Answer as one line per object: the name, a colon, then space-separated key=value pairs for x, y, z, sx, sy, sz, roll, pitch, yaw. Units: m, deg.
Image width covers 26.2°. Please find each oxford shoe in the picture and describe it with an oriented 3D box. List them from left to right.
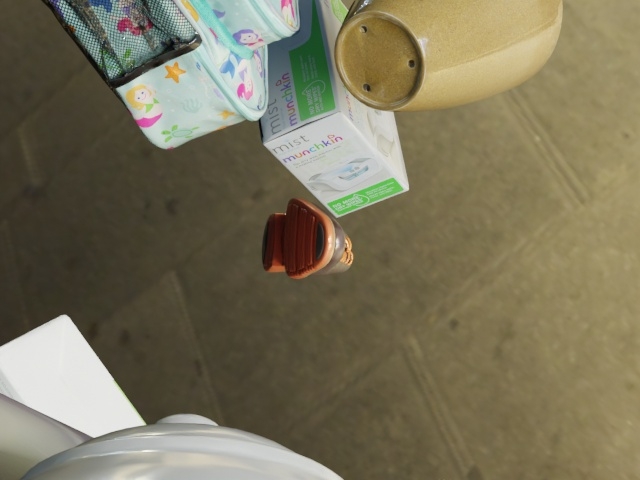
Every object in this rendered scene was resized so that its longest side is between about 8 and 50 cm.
oxford shoe: x=0.000 y=0.000 z=1.692 sx=0.271 sy=0.098 sz=0.097 roll=-174 pitch=89 yaw=-76

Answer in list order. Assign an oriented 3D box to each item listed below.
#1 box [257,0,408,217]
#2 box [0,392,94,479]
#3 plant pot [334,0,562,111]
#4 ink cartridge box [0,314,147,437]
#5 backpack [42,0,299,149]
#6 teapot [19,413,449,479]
box: x=0.003 y=-0.205 z=1.919 sx=0.127 sy=0.231 sz=0.262 roll=-21 pitch=56 yaw=18
box: x=-0.315 y=0.148 z=0.760 sx=0.296 sy=0.294 sz=0.182 roll=24 pitch=93 yaw=9
plant pot: x=0.127 y=-0.249 z=1.629 sx=0.237 sy=0.237 sz=0.254 roll=-6 pitch=20 yaw=36
ink cartridge box: x=-0.355 y=0.262 z=1.582 sx=0.207 sy=0.119 sz=0.353 roll=53 pitch=132 yaw=4
backpack: x=-0.121 y=-0.211 z=1.121 sx=0.191 sy=0.253 sz=0.225 roll=-16 pitch=42 yaw=11
teapot: x=-0.053 y=0.162 z=0.579 sx=0.252 sy=0.256 sz=0.187 roll=-19 pitch=50 yaw=24
